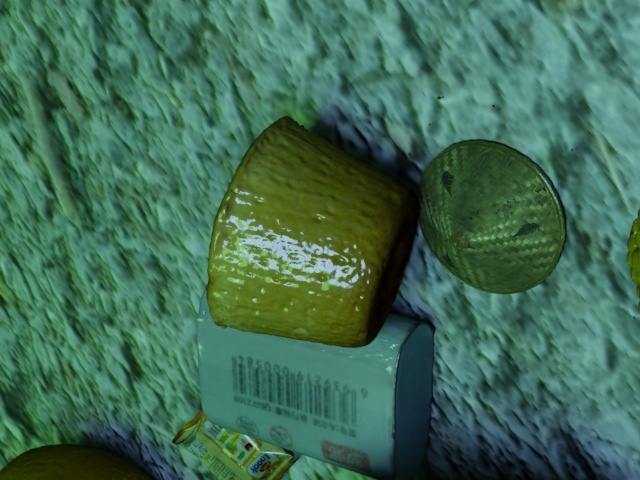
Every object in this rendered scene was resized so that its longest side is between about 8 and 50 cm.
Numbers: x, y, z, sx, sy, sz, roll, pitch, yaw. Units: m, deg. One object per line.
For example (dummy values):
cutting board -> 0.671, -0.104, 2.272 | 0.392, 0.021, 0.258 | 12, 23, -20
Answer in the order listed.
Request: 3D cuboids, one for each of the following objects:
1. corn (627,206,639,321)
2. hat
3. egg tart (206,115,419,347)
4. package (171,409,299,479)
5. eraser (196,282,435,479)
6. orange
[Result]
corn -> 0.320, 0.105, 1.062 | 0.119, 0.119, 0.321 | -18, 95, 39
hat -> 0.131, -0.009, 1.170 | 0.146, 0.067, 0.146 | 15, 119, 30
egg tart -> 0.000, 0.000, 1.204 | 0.147, 0.202, 0.202 | 17, 121, 12
package -> -0.093, 0.226, 1.462 | 0.121, 0.031, 0.108 | 42, 129, 6
eraser -> -0.007, 0.131, 1.325 | 0.227, 0.081, 0.174 | 14, 115, 31
orange -> -0.276, 0.341, 1.527 | 0.236, 0.236, 0.236 | 15, 119, 29
